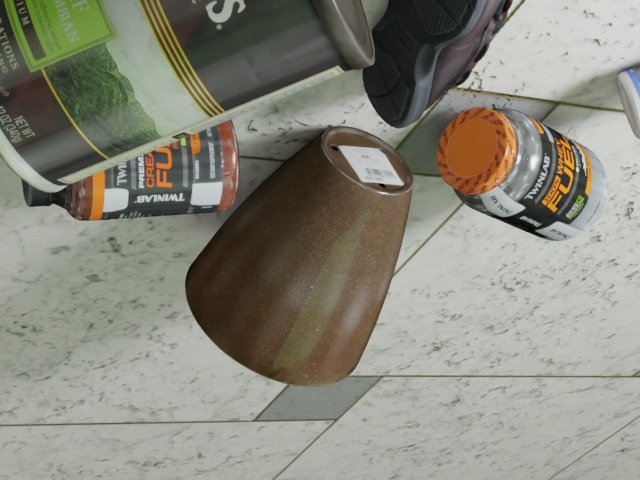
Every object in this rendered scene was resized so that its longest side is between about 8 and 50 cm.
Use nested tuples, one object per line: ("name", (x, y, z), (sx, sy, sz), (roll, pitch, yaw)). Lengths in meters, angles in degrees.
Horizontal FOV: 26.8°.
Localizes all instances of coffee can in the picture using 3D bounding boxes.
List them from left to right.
("coffee can", (-0.122, -0.177, 1.030), (0.275, 0.201, 0.201), (-21, 151, 11))

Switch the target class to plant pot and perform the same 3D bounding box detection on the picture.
("plant pot", (0.000, 0.000, 1.427), (0.215, 0.215, 0.230), (6, 131, -34))

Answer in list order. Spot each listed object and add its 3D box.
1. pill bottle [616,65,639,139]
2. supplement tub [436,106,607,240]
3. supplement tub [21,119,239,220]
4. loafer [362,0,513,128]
("pill bottle", (0.393, -0.164, 1.429), (0.137, 0.078, 0.078), (-19, 151, 6))
("supplement tub", (0.219, -0.074, 1.463), (0.117, 0.117, 0.190), (-34, 147, 31))
("supplement tub", (-0.183, -0.072, 1.284), (0.198, 0.106, 0.106), (-5, 150, -19))
("loafer", (0.118, -0.213, 1.211), (0.095, 0.109, 0.302), (-25, 162, -24))
